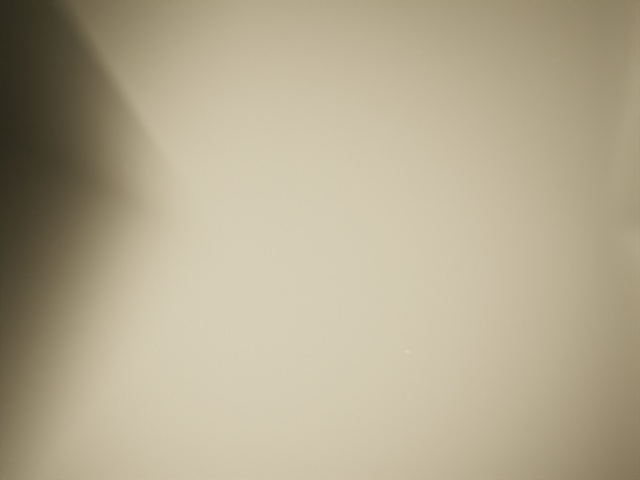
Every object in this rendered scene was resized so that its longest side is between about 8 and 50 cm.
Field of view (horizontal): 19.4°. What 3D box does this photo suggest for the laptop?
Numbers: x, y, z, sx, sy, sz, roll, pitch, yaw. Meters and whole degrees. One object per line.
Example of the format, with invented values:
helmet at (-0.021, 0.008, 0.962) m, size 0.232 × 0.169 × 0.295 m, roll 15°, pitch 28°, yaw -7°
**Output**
laptop at (0.000, 0.000, 0.518) m, size 0.408 × 0.236 × 0.382 m, roll -129°, pitch 34°, yaw -63°
